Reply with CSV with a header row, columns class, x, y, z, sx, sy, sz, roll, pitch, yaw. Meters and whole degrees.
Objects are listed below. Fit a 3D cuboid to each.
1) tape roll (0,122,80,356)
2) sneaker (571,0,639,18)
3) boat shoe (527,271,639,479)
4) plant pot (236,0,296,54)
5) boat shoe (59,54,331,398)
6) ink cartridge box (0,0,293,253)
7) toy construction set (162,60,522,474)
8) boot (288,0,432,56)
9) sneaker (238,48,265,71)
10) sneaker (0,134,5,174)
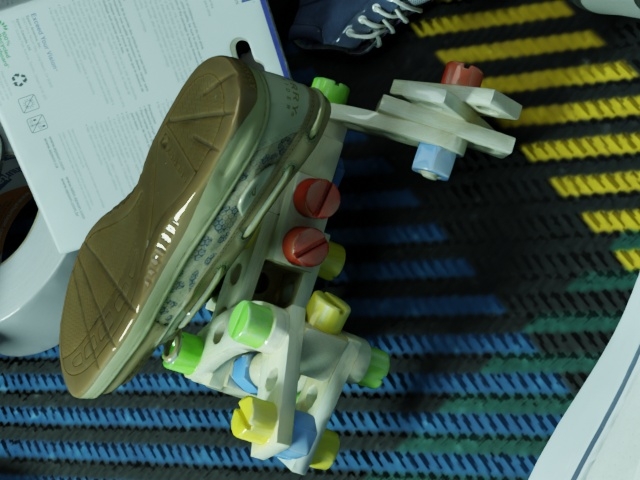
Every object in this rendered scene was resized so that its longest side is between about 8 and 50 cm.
class,x,y,z,sx,sy,sz,roll,pitch,yaw
tape roll,-0.262,-0.012,1.455,0.219,0.072,0.219,-17,59,30
sneaker,0.276,-0.154,1.106,0.271,0.100,0.108,14,83,40
boat shoe,0.259,0.069,0.985,0.156,0.136,0.367,29,90,42
plant pot,-0.126,-0.236,1.366,0.188,0.187,0.167,-45,53,-14
boat shoe,-0.092,0.004,1.142,0.285,0.089,0.104,-54,42,30
ink cartridge box,-0.134,-0.115,1.281,0.224,0.223,0.045,-16,35,1
toy construction set,0.000,0.000,1.201,0.327,0.151,0.215,-59,23,-12
boot,0.056,-0.187,1.314,0.190,0.069,0.086,10,82,48
sneaker,-0.076,-0.129,1.391,0.134,0.051,0.070,23,71,47
sneaker,-0.358,0.009,1.384,0.107,0.124,0.283,-12,62,33
